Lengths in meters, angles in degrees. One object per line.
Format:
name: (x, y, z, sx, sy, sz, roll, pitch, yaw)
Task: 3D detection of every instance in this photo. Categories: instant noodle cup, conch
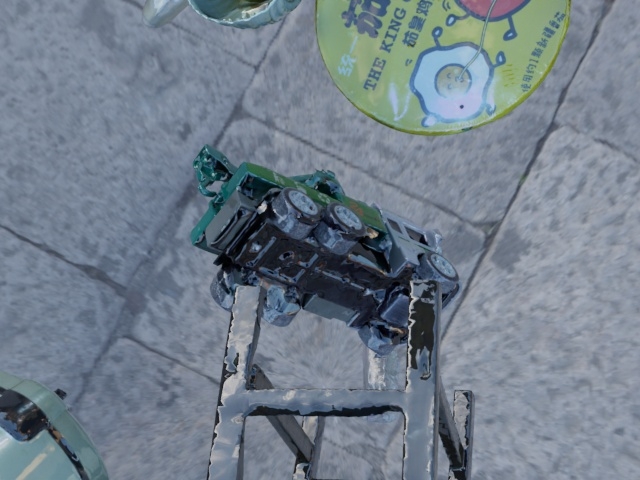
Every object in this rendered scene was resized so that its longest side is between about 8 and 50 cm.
instant noodle cup: (0.085, -0.190, 0.755, 0.182, 0.144, 0.182, 0, 118, -1)
conch: (-0.042, -0.166, 0.634, 0.085, 0.056, 0.076, 15, 82, 34)

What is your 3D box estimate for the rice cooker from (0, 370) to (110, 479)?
rice cooker: (-0.306, 0.241, 0.858, 0.226, 0.244, 0.226, 11, 120, 20)

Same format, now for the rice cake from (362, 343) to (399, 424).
rice cake: (0.088, 0.149, 1.477, 0.055, 0.049, 0.270, -23, 50, 30)

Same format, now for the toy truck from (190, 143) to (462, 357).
toy truck: (0.003, 0.006, 1.257, 0.363, 0.178, 0.176, 24, 120, -29)

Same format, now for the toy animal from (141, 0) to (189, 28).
toy animal: (-0.154, -0.353, 1.032, 0.266, 0.308, 0.188, -25, 97, 39)

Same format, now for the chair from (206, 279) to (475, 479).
chair: (0.015, 0.271, 0.835, 0.203, 0.240, 0.416, -2, 55, 15)
